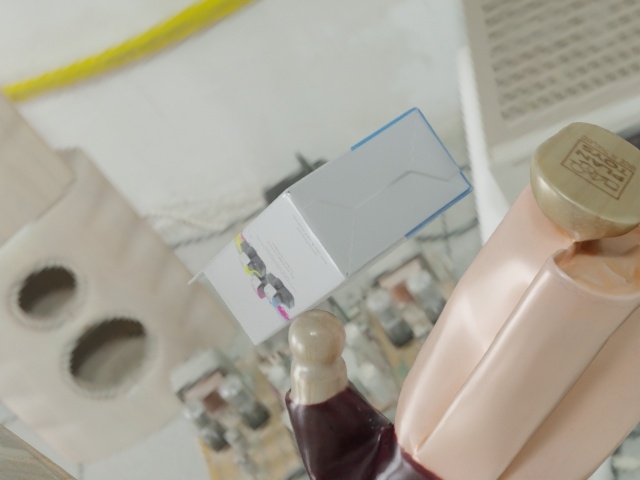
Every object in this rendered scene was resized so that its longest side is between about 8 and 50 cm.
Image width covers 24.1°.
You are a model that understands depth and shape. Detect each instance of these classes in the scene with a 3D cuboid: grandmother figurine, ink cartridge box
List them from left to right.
[{"bbox_3d":[0.000,0.000,0.893,0.104,0.061,0.181,-34,-2,-29],"label":"ink cartridge box"},{"bbox_3d":[0.069,0.105,0.722,0.208,0.342,0.104,36,35,13],"label":"grandmother figurine"}]

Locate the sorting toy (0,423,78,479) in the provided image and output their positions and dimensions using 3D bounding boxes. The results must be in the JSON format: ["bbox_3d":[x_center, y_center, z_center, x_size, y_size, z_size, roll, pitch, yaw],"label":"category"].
[{"bbox_3d":[-0.095,0.169,0.477,0.255,0.257,0.089,27,55,34],"label":"sorting toy"}]
